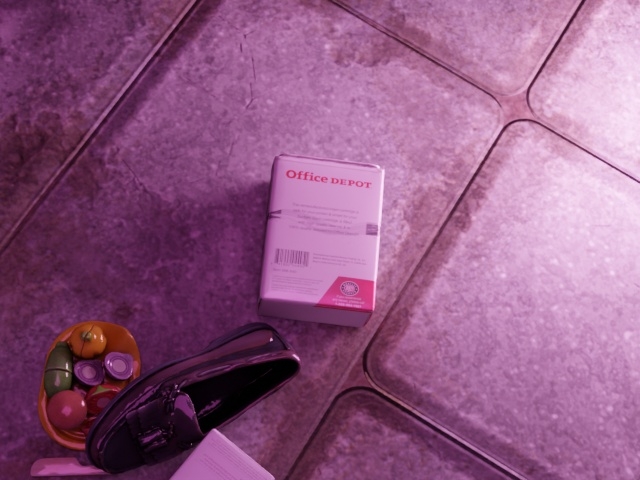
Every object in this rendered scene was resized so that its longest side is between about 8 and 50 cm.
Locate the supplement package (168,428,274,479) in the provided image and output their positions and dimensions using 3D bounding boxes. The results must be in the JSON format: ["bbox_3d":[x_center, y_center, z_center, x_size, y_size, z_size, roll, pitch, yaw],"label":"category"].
[{"bbox_3d":[-0.156,0.347,1.592,0.105,0.105,0.179,38,68,8],"label":"supplement package"}]

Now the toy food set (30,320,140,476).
[{"bbox_3d":[-0.307,0.201,1.649,0.128,0.071,0.218,7,68,-4],"label":"toy food set"}]

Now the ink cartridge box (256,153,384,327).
[{"bbox_3d":[0.000,0.000,1.757,0.158,0.092,0.218,7,70,-4],"label":"ink cartridge box"}]

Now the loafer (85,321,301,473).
[{"bbox_3d":[-0.160,0.207,1.627,0.302,0.109,0.095,-32,32,-23],"label":"loafer"}]
